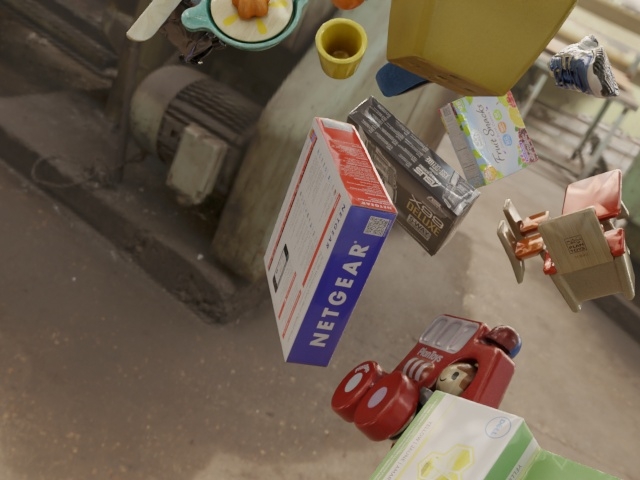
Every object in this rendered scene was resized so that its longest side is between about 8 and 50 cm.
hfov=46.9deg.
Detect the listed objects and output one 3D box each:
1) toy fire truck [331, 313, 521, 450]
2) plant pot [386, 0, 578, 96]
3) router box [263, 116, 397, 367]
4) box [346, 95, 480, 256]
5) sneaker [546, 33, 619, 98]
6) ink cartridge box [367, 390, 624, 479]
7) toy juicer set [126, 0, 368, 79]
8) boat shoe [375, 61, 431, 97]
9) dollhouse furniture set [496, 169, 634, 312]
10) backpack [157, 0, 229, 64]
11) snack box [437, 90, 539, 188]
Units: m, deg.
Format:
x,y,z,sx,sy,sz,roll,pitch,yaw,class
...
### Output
x,y,z,sx,sy,sz,roll,pitch,yaw,class
0.173,0.216,1.089,0.169,0.254,0.302,43,-11,-9,toy fire truck
0.208,-0.314,1.035,0.212,0.187,0.212,20,5,-15,plant pot
0.000,0.000,1.308,0.082,0.335,0.301,10,33,-20,router box
0.178,-0.130,1.572,0.076,0.242,0.307,-42,78,-16,box
0.395,-0.251,1.114,0.080,0.081,0.211,65,19,-16,sneaker
0.153,0.243,0.682,0.171,0.056,0.235,-46,27,-24,ink cartridge box
-0.086,-0.349,1.009,0.329,0.209,0.089,11,-17,2,toy juicer set
0.211,-0.347,1.377,0.089,0.109,0.258,-30,16,-38,boat shoe
0.367,-0.032,1.003,0.135,0.262,0.259,61,31,-17,dollhouse furniture set
-0.219,-0.525,1.556,0.213,0.263,0.276,54,-17,-18,backpack
0.394,-0.246,1.729,0.174,0.070,0.207,-24,92,-24,snack box
